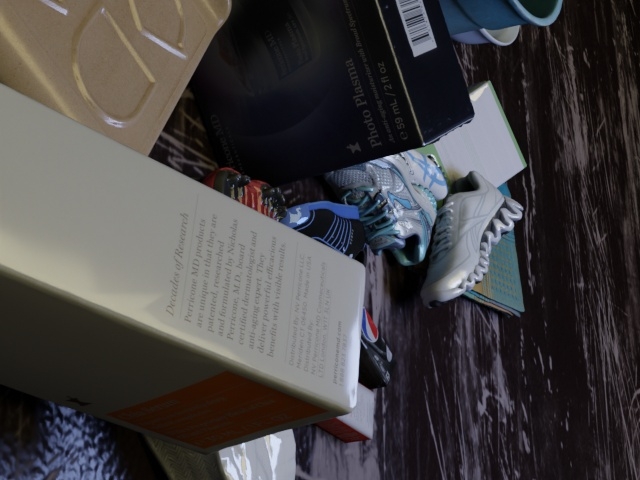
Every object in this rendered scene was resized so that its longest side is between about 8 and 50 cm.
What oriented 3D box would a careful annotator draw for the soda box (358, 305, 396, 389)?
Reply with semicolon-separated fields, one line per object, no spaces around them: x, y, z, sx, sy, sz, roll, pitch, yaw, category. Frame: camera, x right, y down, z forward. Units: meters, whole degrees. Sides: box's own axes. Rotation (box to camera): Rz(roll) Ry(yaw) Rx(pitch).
0.041;0.130;1.761;0.169;0.060;0.053;60;33;-25;soda box

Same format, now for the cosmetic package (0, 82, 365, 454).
-0.199;0.040;1.134;0.453;0.230;0.161;27;56;-34;cosmetic package

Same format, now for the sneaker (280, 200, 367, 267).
0.000;0.000;1.727;0.232;0.081;0.090;-1;74;-59;sneaker

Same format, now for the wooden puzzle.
-0.253;-0.259;1.305;0.322;0.081;0.347;56;40;-30;wooden puzzle

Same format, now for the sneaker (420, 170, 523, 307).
0.217;-0.002;2.016;0.118;0.110;0.292;49;44;-12;sneaker

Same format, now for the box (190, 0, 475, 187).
-0.005;-0.238;1.606;0.183;0.294;0.296;-32;105;-56;box

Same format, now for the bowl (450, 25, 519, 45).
0.237;-0.474;2.270;0.298;0.134;0.297;29;54;-51;bowl

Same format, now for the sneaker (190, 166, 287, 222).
-0.122;-0.023;1.505;0.276;0.135;0.097;23;61;-73;sneaker

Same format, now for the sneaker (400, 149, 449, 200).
0.112;-0.120;1.965;0.237;0.085;0.086;37;74;-37;sneaker

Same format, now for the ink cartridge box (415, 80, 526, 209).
0.233;-0.146;2.141;0.235;0.056;0.171;-34;107;-31;ink cartridge box

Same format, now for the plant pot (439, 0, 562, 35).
0.143;-0.437;1.899;0.341;0.334;0.341;32;50;-50;plant pot

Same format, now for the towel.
0.243;-0.030;2.191;0.370;0.040;0.271;23;57;-52;towel

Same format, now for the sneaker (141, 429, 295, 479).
-0.117;0.201;1.442;0.169;0.108;0.292;-41;117;-65;sneaker

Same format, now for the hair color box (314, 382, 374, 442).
0.019;0.217;1.704;0.141;0.043;0.072;40;46;-47;hair color box

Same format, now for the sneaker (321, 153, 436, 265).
0.093;-0.049;1.879;0.283;0.110;0.122;33;54;-49;sneaker
